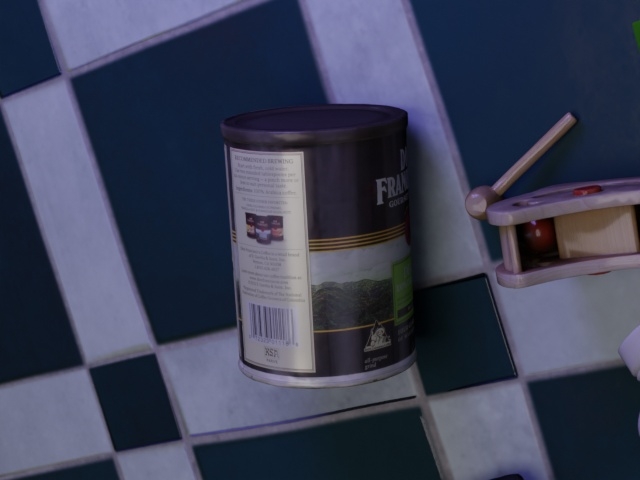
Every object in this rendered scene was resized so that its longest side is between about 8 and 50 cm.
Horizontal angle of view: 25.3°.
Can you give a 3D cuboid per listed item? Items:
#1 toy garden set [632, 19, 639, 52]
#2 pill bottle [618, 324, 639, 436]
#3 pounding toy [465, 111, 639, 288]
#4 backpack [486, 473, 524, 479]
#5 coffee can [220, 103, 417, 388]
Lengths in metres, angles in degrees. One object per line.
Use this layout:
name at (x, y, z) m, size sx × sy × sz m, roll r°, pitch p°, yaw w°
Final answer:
toy garden set at (0.358, -0.309, 1.322) m, size 0.204 × 0.049 × 0.244 m, roll -15°, pitch 92°, yaw 52°
pill bottle at (0.400, 0.194, 1.228) m, size 0.181 × 0.181 × 0.323 m, roll -46°, pitch 65°, yaw 32°
pounding toy at (0.247, -0.043, 1.415) m, size 0.269 × 0.154 × 0.154 m, roll -4°, pitch 100°, yaw 33°
backpack at (0.183, 0.487, 1.559) m, size 0.290 × 0.273 × 0.355 m, roll -31°, pitch 97°, yaw 28°
coffee can at (0.000, 0.000, 1.554) m, size 0.201 × 0.201 × 0.275 m, roll 5°, pitch 106°, yaw 31°
